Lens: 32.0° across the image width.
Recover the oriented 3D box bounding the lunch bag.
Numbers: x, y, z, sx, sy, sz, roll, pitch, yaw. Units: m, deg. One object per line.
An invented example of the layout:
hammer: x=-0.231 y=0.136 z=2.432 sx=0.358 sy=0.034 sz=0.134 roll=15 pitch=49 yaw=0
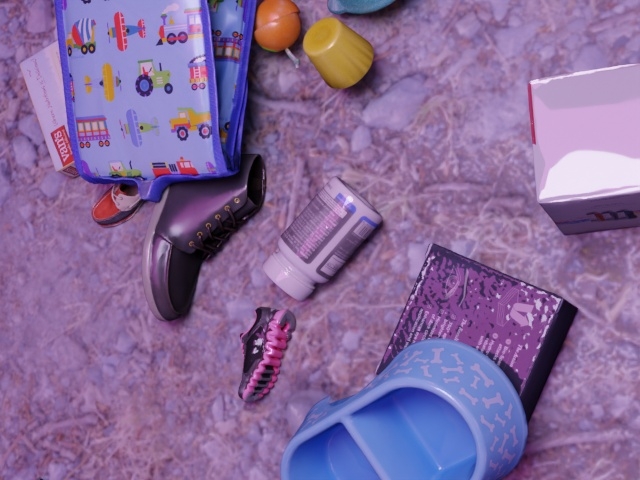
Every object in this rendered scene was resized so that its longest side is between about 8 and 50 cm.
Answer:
lunch bag: x=-0.199 y=-0.193 z=1.328 sx=0.220 sy=0.138 sz=0.293 roll=0 pitch=87 yaw=28

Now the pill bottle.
pill bottle: x=0.000 y=0.000 z=1.296 sx=0.137 sy=0.078 sz=0.078 roll=-48 pitch=67 yaw=7

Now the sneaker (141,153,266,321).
sneaker: x=-0.140 y=-0.009 z=1.350 sx=0.118 sy=0.083 sz=0.222 roll=5 pitch=81 yaw=22

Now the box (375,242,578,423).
box: x=0.168 y=0.108 z=1.200 sx=0.158 sy=0.093 sz=0.156 roll=24 pitch=91 yaw=25

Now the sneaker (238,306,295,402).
sneaker: x=-0.075 y=0.132 z=1.323 sx=0.057 sy=0.047 sz=0.119 roll=17 pitch=80 yaw=30

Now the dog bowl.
dog bowl: x=0.074 y=0.221 z=1.163 sx=0.297 sy=0.074 sz=0.166 roll=-37 pitch=86 yaw=37

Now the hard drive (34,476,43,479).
hard drive: x=-0.379 y=0.441 z=1.378 sx=0.172 sy=0.054 sz=0.255 roll=37 pitch=95 yaw=23

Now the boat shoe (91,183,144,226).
boat shoe: x=-0.241 y=-0.064 z=1.423 sx=0.137 sy=0.043 sz=0.049 roll=-31 pitch=73 yaw=15

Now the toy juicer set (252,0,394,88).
toy juicer set: x=0.041 y=-0.342 z=1.351 sx=0.209 sy=0.089 sz=0.329 roll=22 pitch=79 yaw=44

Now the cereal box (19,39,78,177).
cereal box: x=-0.265 y=-0.211 z=1.457 sx=0.240 sy=0.047 sz=0.173 roll=-27 pitch=72 yaw=16

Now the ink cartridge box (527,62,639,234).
ink cartridge box: x=0.291 y=-0.088 z=1.143 sx=0.127 sy=0.176 sz=0.128 roll=-7 pitch=78 yaw=18
